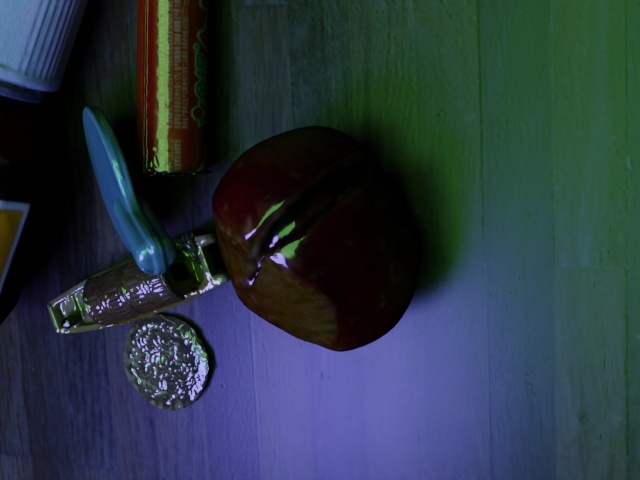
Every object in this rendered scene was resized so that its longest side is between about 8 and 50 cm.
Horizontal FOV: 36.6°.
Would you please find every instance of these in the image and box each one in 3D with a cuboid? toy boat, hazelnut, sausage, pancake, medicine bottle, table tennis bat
[{"bbox_3d":[-0.197,0.050,1.006,0.225,0.088,0.068,-20,91,25],"label":"toy boat"},{"bbox_3d":[0.000,0.000,0.874,0.204,0.178,0.178,48,114,5],"label":"hazelnut"},{"bbox_3d":[-0.145,-0.192,0.945,0.083,0.083,0.264,6,100,24],"label":"sausage"},{"bbox_3d":[-0.168,0.131,1.048,0.114,0.011,0.115,5,101,24],"label":"pancake"},{"bbox_3d":[-0.376,-0.104,0.996,0.242,0.242,0.395,23,93,20],"label":"medicine bottle"},{"bbox_3d":[-0.190,-0.042,0.942,0.237,0.038,0.149,-130,29,-50],"label":"table tennis bat"}]
